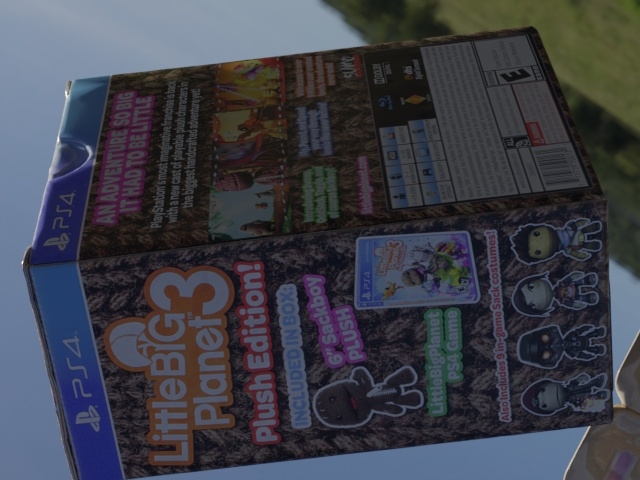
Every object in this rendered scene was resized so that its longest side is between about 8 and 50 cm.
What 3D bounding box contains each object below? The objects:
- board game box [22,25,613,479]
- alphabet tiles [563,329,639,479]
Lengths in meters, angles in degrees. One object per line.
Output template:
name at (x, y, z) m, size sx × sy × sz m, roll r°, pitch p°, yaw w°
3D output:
board game box at (0.000, 0.000, 0.917) m, size 0.291 × 0.141 × 0.232 m, roll -6°, pitch -151°, yaw 2°
alphabet tiles at (0.301, 0.158, 0.984) m, size 0.284 × 0.278 × 0.021 m, roll 26°, pitch -175°, yaw 7°
